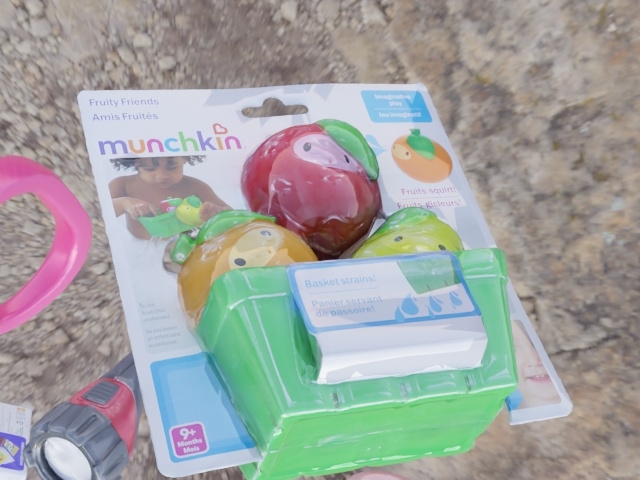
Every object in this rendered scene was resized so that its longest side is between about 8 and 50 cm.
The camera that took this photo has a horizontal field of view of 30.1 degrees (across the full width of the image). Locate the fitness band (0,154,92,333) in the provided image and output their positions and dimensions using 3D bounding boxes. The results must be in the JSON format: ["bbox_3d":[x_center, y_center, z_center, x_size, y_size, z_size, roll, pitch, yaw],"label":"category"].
[{"bbox_3d":[-0.355,0.019,1.342,0.054,0.291,0.209,36,78,17],"label":"fitness band"}]

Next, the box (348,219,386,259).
[{"bbox_3d":[0.024,-0.007,1.234,0.056,0.231,0.183,3,120,-20],"label":"box"}]

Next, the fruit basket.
[{"bbox_3d":[0.000,0.000,0.932,0.327,0.165,0.353,-4,60,-22],"label":"fruit basket"}]

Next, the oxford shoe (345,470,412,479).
[{"bbox_3d":[0.196,0.462,1.661,0.397,0.146,0.140,22,131,-13],"label":"oxford shoe"}]

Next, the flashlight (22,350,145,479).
[{"bbox_3d":[-0.191,0.164,1.294,0.103,0.304,0.103,-31,96,34],"label":"flashlight"}]

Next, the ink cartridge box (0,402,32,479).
[{"bbox_3d":[-0.512,0.272,1.661,0.208,0.206,0.045,17,104,-16],"label":"ink cartridge box"}]
